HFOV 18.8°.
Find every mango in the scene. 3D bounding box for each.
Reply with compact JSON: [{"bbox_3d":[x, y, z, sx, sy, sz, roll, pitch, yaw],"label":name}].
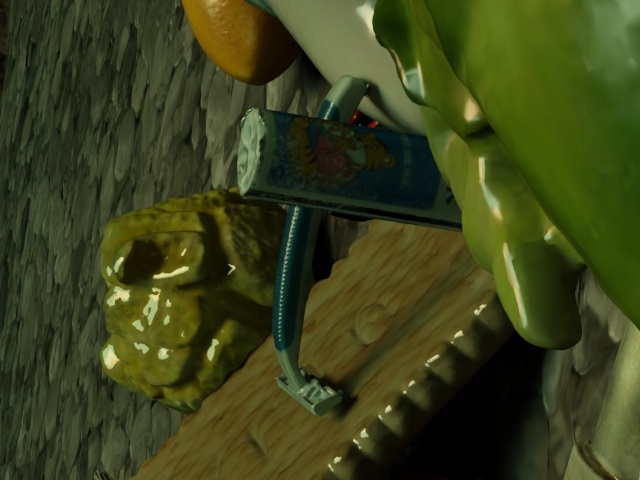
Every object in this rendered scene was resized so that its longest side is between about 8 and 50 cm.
[{"bbox_3d":[-0.061,-0.245,1.609,0.257,0.138,0.187,-91,7,-47],"label":"mango"}]

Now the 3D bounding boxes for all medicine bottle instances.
[{"bbox_3d":[0.049,-0.033,1.052,0.051,0.191,0.051,-171,90,-71],"label":"medicine bottle"}]

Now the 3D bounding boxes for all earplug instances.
[{"bbox_3d":[0.045,-0.156,1.191,0.324,0.185,0.185,-118,40,-54],"label":"earplug"}]

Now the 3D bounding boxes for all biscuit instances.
[{"bbox_3d":[-0.006,0.106,1.155,0.325,0.044,0.217,-47,24,-2],"label":"biscuit"}]

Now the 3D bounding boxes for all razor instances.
[{"bbox_3d":[-0.004,0.000,1.101,0.068,0.037,0.191,-151,67,-66],"label":"razor"}]

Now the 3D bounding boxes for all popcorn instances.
[{"bbox_3d":[-0.089,0.050,1.494,0.187,0.167,0.185,-126,39,-77],"label":"popcorn"}]

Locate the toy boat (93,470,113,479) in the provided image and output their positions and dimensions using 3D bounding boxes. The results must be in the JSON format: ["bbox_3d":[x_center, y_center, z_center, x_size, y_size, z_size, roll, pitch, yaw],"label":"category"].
[{"bbox_3d":[-0.190,0.288,1.860,0.210,0.066,0.084,-145,65,-70],"label":"toy boat"}]

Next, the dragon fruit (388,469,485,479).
[{"bbox_3d":[0.057,0.258,1.013,0.262,0.134,0.211,-48,-39,-55],"label":"dragon fruit"}]

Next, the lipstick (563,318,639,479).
[{"bbox_3d":[0.150,0.109,0.844,0.077,0.079,0.252,-130,51,-67],"label":"lipstick"}]

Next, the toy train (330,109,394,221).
[{"bbox_3d":[0.043,-0.069,1.333,0.138,0.050,0.087,142,130,-64],"label":"toy train"}]

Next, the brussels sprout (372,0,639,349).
[{"bbox_3d":[0.162,-0.127,0.640,0.371,0.276,0.314,-128,36,-76],"label":"brussels sprout"}]
